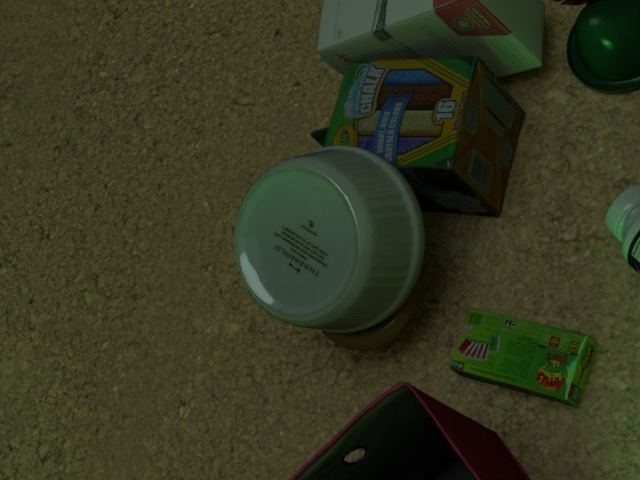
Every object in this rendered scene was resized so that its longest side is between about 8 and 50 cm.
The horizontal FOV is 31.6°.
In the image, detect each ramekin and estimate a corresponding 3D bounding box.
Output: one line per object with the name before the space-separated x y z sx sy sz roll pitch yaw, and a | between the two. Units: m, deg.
ramekin | 0.000 0.000 1.579 0.273 0.127 0.272 2 93 34

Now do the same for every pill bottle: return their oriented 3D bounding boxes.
pill bottle | 0.453 0.015 1.437 0.108 0.108 0.193 -45 50 8

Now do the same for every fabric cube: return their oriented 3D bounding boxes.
fabric cube | 0.136 0.369 1.388 0.254 0.258 0.259 -44 51 10

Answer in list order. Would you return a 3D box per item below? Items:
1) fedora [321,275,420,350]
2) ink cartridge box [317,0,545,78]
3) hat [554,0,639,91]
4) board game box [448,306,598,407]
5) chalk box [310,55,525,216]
fedora | 0.079 0.079 1.682 0.194 0.079 0.194 -15 61 29
ink cartridge box | 0.166 -0.321 1.712 0.283 0.207 0.117 -12 62 38
hat | 0.393 -0.321 1.585 0.209 0.183 0.173 -28 56 18
board game box | 0.273 0.156 1.535 0.181 0.043 0.092 11 76 38
chalk box | 0.126 -0.156 1.699 0.289 0.180 0.179 6 72 35
